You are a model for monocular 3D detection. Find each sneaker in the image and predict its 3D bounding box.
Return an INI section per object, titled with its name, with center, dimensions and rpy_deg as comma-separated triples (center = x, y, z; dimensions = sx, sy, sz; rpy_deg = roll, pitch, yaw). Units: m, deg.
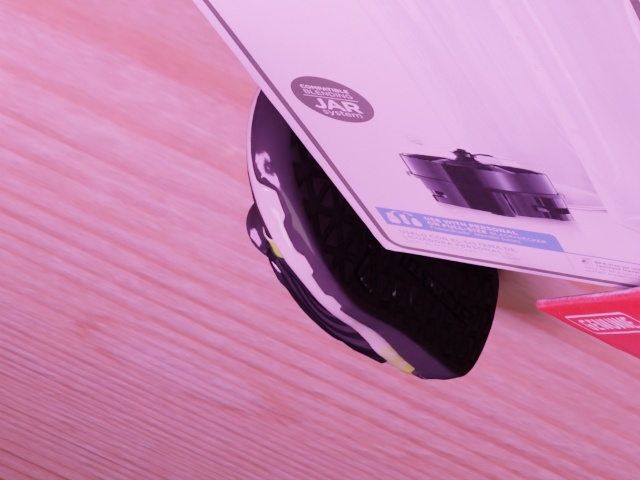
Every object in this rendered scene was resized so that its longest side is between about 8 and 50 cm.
[sneaker]
center = 0.000, 0.000, 0.878
dimensions = 0.097, 0.084, 0.234
rpy_deg = 13, 157, 29

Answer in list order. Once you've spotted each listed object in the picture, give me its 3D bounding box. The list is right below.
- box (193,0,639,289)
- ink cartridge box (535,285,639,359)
[box]
center = 0.047, -0.092, 0.599
dimensions = 0.169, 0.087, 0.290
rpy_deg = 10, 156, 31
[ink cartridge box]
center = 0.216, 0.093, 0.630
dimensions = 0.261, 0.066, 0.296
rpy_deg = 24, 172, -9
